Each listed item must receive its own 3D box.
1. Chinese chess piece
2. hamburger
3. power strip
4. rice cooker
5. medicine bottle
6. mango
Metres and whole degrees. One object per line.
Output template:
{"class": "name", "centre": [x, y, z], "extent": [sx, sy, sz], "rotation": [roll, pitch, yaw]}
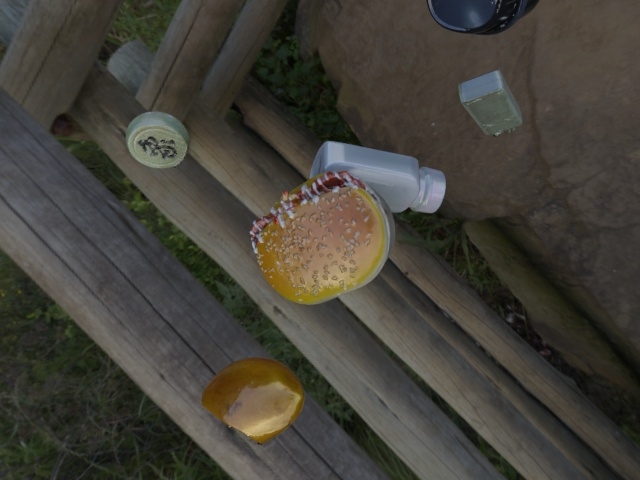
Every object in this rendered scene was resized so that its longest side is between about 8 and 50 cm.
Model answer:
{"class": "Chinese chess piece", "centre": [-0.386, -0.237, 1.087], "extent": [0.144, 0.058, 0.144], "rotation": [-7, 142, -6]}
{"class": "hamburger", "centre": [0.000, 0.000, 0.872], "extent": [0.295, 0.151, 0.226], "rotation": [-29, 76, 29]}
{"class": "power strip", "centre": [0.408, -0.305, 1.067], "extent": [0.093, 0.288, 0.053], "rotation": [-15, 76, 30]}
{"class": "rice cooker", "centre": [0.397, -0.623, 1.062], "extent": [0.225, 0.267, 0.267], "rotation": [-33, 95, -25]}
{"class": "medicine bottle", "centre": [0.131, -0.137, 1.050], "extent": [0.297, 0.161, 0.111], "rotation": [9, 64, -13]}
{"class": "mango", "centre": [-0.129, 0.308, 0.893], "extent": [0.252, 0.153, 0.126], "rotation": [-17, 135, 41]}
